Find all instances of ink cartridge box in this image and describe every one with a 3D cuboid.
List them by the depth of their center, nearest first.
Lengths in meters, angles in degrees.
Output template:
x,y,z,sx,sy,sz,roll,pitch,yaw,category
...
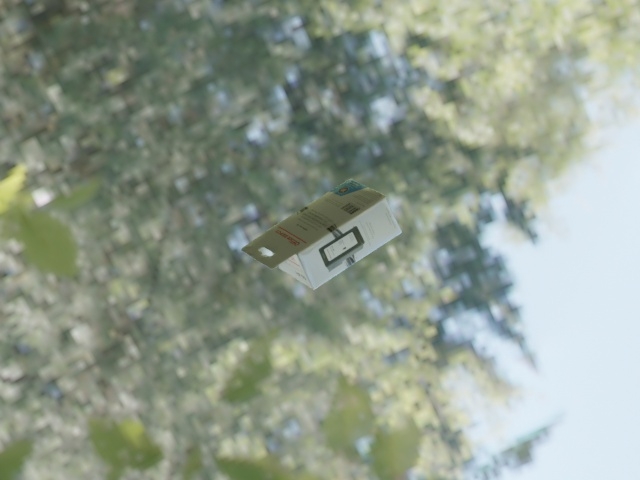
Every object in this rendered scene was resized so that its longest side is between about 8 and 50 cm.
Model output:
x,y,z,sx,sy,sz,roll,pitch,yaw,category
0.000,0.000,1.171,0.083,0.028,0.048,-32,-153,-16,ink cartridge box
